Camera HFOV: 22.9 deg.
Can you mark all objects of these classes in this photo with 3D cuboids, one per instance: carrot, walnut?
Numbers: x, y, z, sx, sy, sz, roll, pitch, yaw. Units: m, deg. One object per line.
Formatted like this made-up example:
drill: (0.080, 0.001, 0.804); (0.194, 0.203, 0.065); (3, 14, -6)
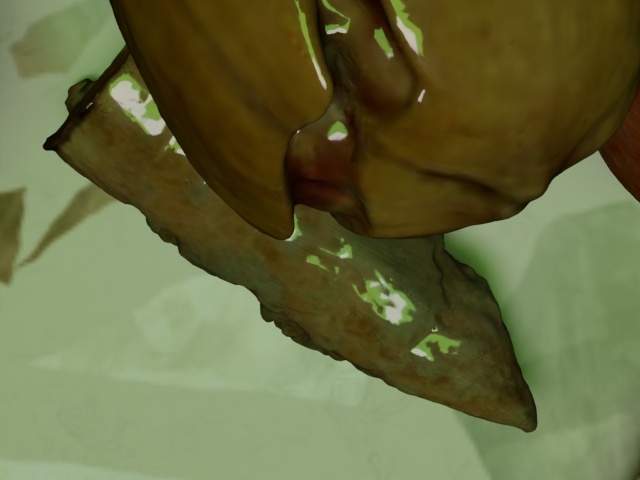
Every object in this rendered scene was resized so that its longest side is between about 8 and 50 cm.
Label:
carrot: (0.000, 0.000, 0.708); (0.263, 0.102, 0.102); (39, 102, -7)
walnut: (0.005, -0.156, 0.610); (0.209, 0.209, 0.336); (-18, 71, 8)

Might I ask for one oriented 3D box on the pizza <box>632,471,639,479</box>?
pizza: (0.304, 0.052, 0.666); (0.409, 0.114, 0.278); (-28, 122, 12)

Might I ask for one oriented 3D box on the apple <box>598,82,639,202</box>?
apple: (0.176, -0.075, 0.654); (0.131, 0.146, 0.146); (44, 103, 18)
